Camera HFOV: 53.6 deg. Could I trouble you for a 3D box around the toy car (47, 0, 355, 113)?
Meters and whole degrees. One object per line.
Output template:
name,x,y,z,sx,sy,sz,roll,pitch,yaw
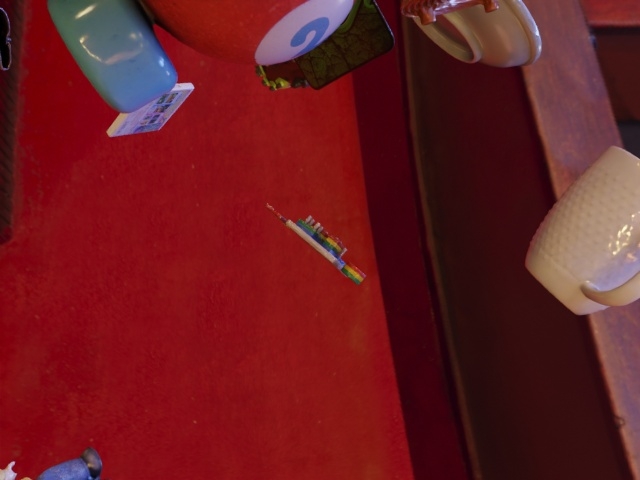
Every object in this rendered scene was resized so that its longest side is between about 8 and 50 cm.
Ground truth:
toy car,-0.030,-0.150,0.246,0.219,0.210,0.238,-31,36,-2

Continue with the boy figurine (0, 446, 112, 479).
boy figurine,-0.416,0.395,0.855,0.177,0.092,0.285,52,37,15

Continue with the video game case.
video game case,-0.364,-0.280,1.360,0.143,0.157,0.019,-25,80,-53

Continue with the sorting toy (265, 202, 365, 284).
sorting toy,0.000,0.000,1.308,0.274,0.132,0.046,39,87,23

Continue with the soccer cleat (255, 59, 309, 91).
soccer cleat,-0.041,-0.322,1.098,0.121,0.289,0.093,-36,119,-12

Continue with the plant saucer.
plant saucer,0.290,-0.493,1.372,0.400,0.400,0.100,43,95,10

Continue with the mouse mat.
mouse mat,-0.004,-0.250,0.689,0.007,0.189,0.153,-38,104,-24

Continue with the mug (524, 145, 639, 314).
mug,0.643,0.013,1.397,0.276,0.374,0.328,39,104,-11

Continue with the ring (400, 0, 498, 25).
ring,0.273,-0.355,0.849,0.336,0.336,0.032,-18,98,-11

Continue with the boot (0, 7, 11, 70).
boot,-0.698,-0.367,1.248,0.206,0.248,0.090,27,35,18
